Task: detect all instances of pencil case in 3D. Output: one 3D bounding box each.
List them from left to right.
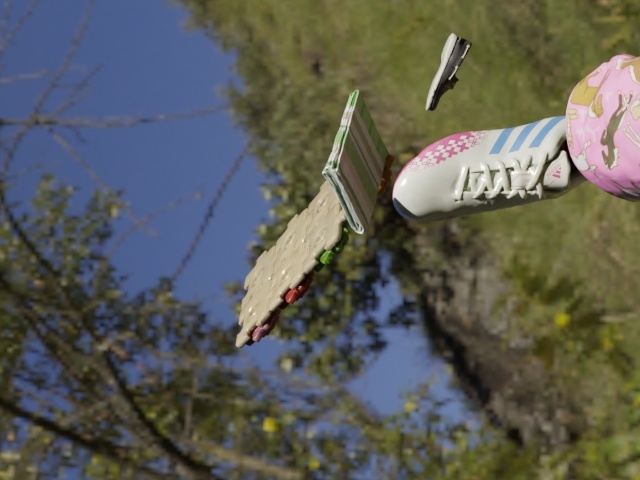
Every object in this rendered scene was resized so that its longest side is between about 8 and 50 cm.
[{"bbox_3d":[0.394,-0.131,1.436,0.167,0.160,0.386,-66,14,-10],"label":"pencil case"}]

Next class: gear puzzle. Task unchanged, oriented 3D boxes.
[{"bbox_3d":[0.000,0.000,1.903,0.044,0.339,0.175,31,-149,-18],"label":"gear puzzle"}]

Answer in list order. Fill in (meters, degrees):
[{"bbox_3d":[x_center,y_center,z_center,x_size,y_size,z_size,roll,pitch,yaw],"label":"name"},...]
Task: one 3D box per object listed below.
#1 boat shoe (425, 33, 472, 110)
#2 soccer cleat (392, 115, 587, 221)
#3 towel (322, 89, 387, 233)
[{"bbox_3d":[0.197,-0.255,2.178,0.046,0.038,0.125,-175,105,-83],"label":"boat shoe"},{"bbox_3d":[0.266,-0.100,1.992,0.331,0.143,0.116,-19,-64,-18],"label":"soccer cleat"},{"bbox_3d":[0.044,-0.097,1.738,0.152,0.023,0.113,-73,-33,-44],"label":"towel"}]
